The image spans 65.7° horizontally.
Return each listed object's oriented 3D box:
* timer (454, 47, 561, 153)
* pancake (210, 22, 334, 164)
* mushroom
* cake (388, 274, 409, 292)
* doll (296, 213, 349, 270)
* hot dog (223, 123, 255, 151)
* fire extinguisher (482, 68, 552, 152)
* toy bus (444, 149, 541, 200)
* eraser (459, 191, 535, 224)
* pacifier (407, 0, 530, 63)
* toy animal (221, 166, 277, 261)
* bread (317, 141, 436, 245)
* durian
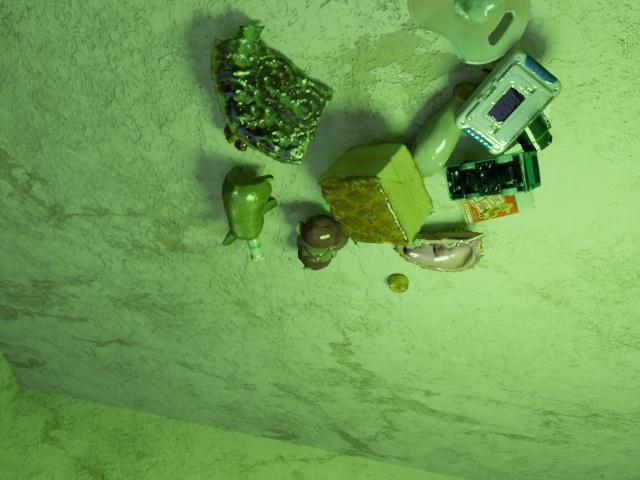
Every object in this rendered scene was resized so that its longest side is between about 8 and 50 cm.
[{"bbox_3d":[0.511,-0.374,1.362,0.178,0.078,0.253,32,121,-12],"label":"timer"},{"bbox_3d":[-0.167,-0.440,1.519,0.427,0.067,0.304,38,97,-21],"label":"pancake"},{"bbox_3d":[0.373,-0.324,1.528,0.128,0.128,0.350,27,126,-12],"label":"mushroom"},{"bbox_3d":[0.317,0.174,2.010,0.084,0.044,0.084,6,132,7],"label":"cake"},{"bbox_3d":[-0.001,-0.003,1.855,0.196,0.152,0.255,-14,151,-18],"label":"doll"},{"bbox_3d":[-0.239,-0.386,1.606,0.146,0.103,0.213,16,127,1],"label":"hot dog"},{"bbox_3d":[0.576,-0.391,1.448,0.294,0.093,0.118,47,164,-25],"label":"fire extinguisher"},{"bbox_3d":[0.530,-0.198,1.532,0.256,0.147,0.128,-4,99,47],"label":"toy bus"},{"bbox_3d":[0.593,-0.147,1.685,0.230,0.038,0.157,-15,125,22],"label":"eraser"},{"bbox_3d":[0.378,-0.594,1.238,0.332,0.273,0.220,30,145,-14],"label":"pacifier"},{"bbox_3d":[-0.271,-0.098,1.821,0.181,0.180,0.362,14,138,8],"label":"toy animal"},{"bbox_3d":[0.179,-0.148,1.605,0.279,0.207,0.279,4,135,50],"label":"bread"},{"bbox_3d":[0.439,0.026,1.825,0.342,0.112,0.191,-3,139,25],"label":"durian"}]
